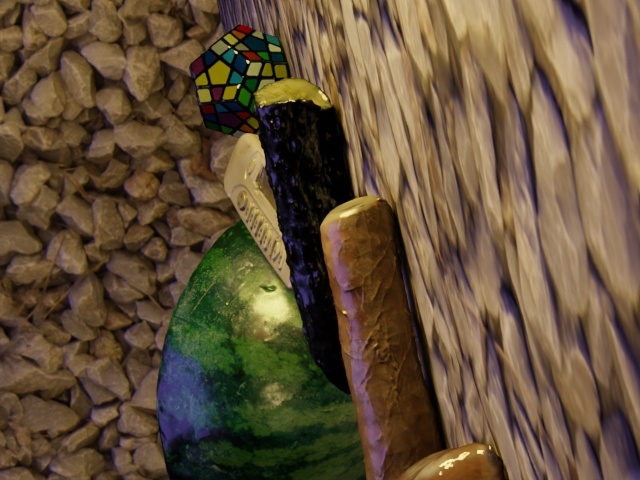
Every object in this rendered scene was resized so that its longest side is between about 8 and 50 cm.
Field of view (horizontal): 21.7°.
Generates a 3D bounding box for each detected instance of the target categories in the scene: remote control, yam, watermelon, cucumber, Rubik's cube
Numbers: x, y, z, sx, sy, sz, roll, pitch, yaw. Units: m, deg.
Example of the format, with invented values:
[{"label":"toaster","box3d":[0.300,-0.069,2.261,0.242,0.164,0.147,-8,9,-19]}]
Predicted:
[{"label":"remote control","box3d":[-0.046,-0.037,1.860,0.090,0.049,0.230,-66,32,23]},{"label":"yam","box3d":[0.054,0.116,1.230,0.066,0.066,0.300,-146,44,-84]},{"label":"watermelon","box3d":[-0.026,0.147,1.905,0.222,0.319,0.292,20,137,43]},{"label":"cucumber","box3d":[0.000,0.000,1.516,0.081,0.072,0.303,-112,10,-65]},{"label":"Rubik's cube","box3d":[-0.092,-0.184,1.941,0.133,0.133,0.112,-107,30,-46]}]

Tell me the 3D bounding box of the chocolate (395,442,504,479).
[{"label":"chocolate","box3d":[0.075,0.215,1.074,0.261,0.083,0.161,94,164,-78]}]
